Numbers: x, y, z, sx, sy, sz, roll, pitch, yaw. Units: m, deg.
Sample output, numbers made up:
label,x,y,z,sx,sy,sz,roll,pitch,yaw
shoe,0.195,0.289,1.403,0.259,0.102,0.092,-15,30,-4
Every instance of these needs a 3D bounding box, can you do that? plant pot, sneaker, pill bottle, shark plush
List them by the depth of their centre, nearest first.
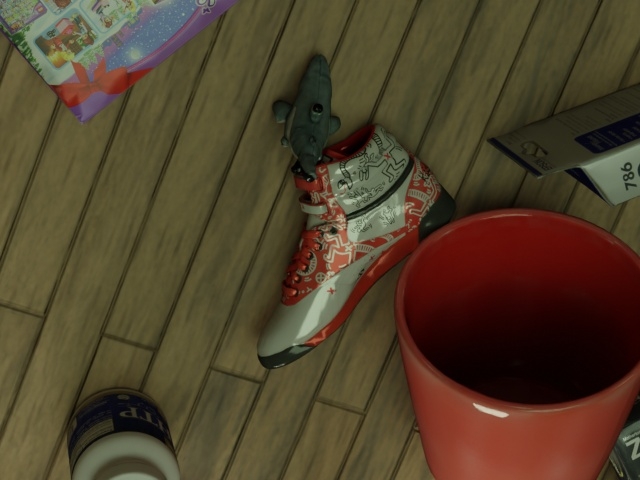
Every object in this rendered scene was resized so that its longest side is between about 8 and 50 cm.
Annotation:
label,x,y,z,sx,sy,sz,roll,pitch,yaw
shark plush,-0.017,-0.118,1.502,0.073,0.161,0.067,23,130,-2
pill bottle,-0.202,0.237,1.547,0.112,0.187,0.112,-4,108,-11
plant pot,0.206,0.145,1.559,0.275,0.275,0.243,-10,135,-9
sneaker,0.000,-0.001,1.570,0.270,0.090,0.145,-43,110,-1

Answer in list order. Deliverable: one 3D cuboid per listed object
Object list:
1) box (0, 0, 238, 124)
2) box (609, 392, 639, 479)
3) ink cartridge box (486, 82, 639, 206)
label,x,y,z,sx,sy,sz,roll,pitch,yaw
box,-0.184,-0.281,1.457,0.293,0.057,0.201,-38,110,1
box,0.545,0.242,1.707,0.395,0.097,0.318,-28,110,1
ink cartridge box,0.356,-0.118,1.569,0.332,0.165,0.065,-19,111,-5
